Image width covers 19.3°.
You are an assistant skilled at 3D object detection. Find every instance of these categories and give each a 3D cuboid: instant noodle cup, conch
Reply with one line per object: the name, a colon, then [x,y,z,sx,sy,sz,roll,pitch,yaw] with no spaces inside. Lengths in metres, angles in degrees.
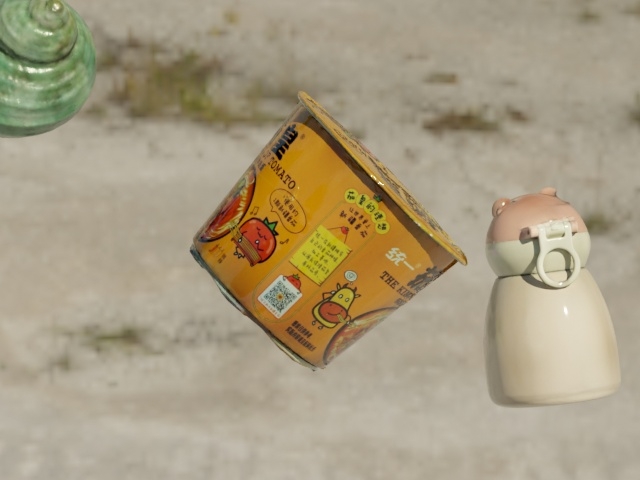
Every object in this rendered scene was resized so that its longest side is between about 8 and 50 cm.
instant noodle cup: [0.000,0.000,1.663,0.172,0.216,0.216,-45,25,6]
conch: [-0.269,-0.163,1.657,0.176,0.122,0.188,-30,26,-34]

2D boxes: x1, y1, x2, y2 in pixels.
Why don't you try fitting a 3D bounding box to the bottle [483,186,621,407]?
bottle: [0.246,0.061,2.080,0.148,0.236,0.147,-7,-1,0]
